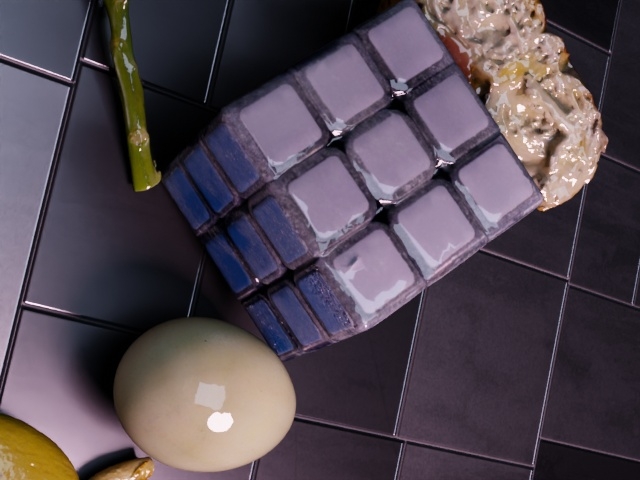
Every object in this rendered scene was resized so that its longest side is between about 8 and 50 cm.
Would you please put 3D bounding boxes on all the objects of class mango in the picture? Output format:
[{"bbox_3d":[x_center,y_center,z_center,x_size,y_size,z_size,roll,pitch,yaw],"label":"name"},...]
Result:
[{"bbox_3d":[-0.377,0.264,1.507,0.237,0.091,0.137,46,63,-28],"label":"mango"}]

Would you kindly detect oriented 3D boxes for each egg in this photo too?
[{"bbox_3d":[-0.138,0.192,1.626,0.253,0.188,0.189,21,79,-45],"label":"egg"}]

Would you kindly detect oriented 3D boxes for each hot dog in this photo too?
[{"bbox_3d":[0.206,-0.223,1.779,0.196,0.365,0.367,-29,97,2],"label":"hot dog"}]

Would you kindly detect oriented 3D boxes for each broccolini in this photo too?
[{"bbox_3d":[-0.245,-0.259,1.625,0.074,0.078,0.392,-23,113,-45],"label":"broccolini"}]

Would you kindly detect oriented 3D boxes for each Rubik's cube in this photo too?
[{"bbox_3d":[0.030,-0.063,1.613,0.303,0.301,0.305,-35,92,-25],"label":"Rubik's cube"}]

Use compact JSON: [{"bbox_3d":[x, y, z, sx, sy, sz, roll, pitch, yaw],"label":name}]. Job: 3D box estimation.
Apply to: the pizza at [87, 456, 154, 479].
[{"bbox_3d":[-0.276,0.370,1.606,0.246,0.058,0.127,-48,118,-23],"label":"pizza"}]
